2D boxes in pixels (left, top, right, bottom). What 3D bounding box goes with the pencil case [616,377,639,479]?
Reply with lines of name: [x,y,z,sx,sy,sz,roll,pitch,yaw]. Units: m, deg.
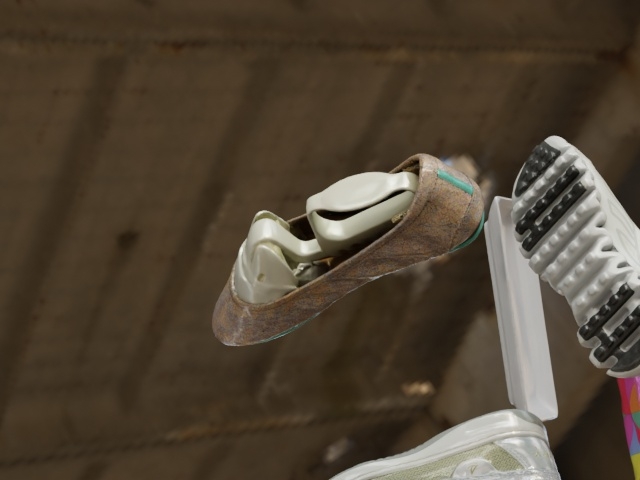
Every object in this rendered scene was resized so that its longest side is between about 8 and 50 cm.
pencil case: [0.359,0.173,1.890,0.104,0.236,0.104,-8,-20,-3]

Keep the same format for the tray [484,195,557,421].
tray: [0.237,0.084,2.174,0.030,0.270,0.145,-9,-5,21]

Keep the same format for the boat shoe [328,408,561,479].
boat shoe: [0.095,0.283,1.861,0.320,0.103,0.118,-26,-40,11]

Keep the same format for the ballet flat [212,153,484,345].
ballet flat: [0.000,0.000,1.685,0.316,0.107,0.106,-28,-43,25]

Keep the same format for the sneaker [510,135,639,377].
sneaker: [0.284,0.021,1.814,0.118,0.292,0.110,14,-48,-41]
